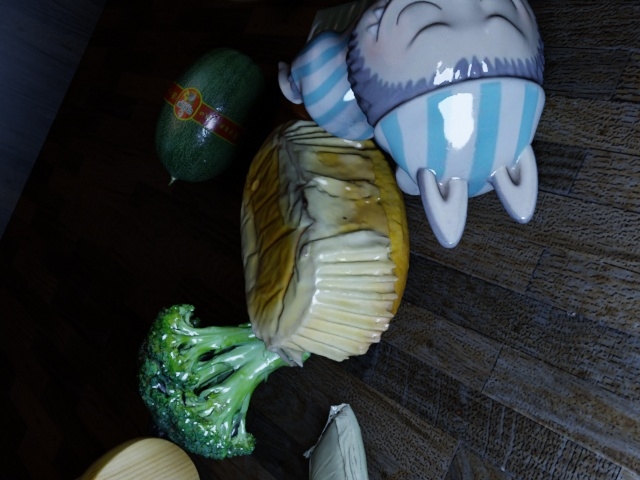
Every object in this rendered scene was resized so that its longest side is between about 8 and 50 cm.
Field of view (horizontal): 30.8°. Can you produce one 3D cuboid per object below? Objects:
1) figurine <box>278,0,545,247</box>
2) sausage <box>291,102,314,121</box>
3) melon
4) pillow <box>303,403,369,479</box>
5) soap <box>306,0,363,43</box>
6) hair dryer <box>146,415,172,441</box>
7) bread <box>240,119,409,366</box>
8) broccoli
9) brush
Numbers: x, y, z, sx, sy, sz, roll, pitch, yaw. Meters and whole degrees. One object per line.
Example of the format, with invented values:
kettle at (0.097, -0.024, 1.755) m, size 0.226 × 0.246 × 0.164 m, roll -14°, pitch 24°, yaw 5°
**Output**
figurine at (0.109, -0.153, 1.459) m, size 0.361 × 0.266 × 0.378 m, roll -33°, pitch 43°, yaw 40°
sausage at (-0.004, -0.220, 1.954) m, size 0.183 × 0.054 × 0.062 m, roll -139°, pitch 43°, yaw -60°
melon at (-0.213, -0.227, 2.189) m, size 0.288 × 0.182 × 0.182 m, roll -63°, pitch 27°, yaw 4°
pillow at (0.024, 0.316, 1.476) m, size 0.119 × 0.053 × 0.208 m, roll -53°, pitch 30°, yaw 32°
soap at (0.056, -0.315, 1.884) m, size 0.230 × 0.091 × 0.145 m, roll -1°, pitch 67°, yaw 59°
hair dryer at (-0.227, 0.231, 1.995) m, size 0.195 × 0.075 × 0.219 m, roll -48°, pitch 24°, yaw 13°
bread at (0.007, -0.006, 1.638) m, size 0.236 × 0.183 × 0.389 m, roll -45°, pitch 37°, yaw 40°
broccoli at (-0.138, 0.194, 1.729) m, size 0.269 × 0.269 × 0.254 m, roll -24°, pitch 91°, yaw 52°
brush at (-0.325, 0.415, 1.798) m, size 0.166 × 0.266 × 0.174 m, roll -30°, pitch 79°, yaw 41°
